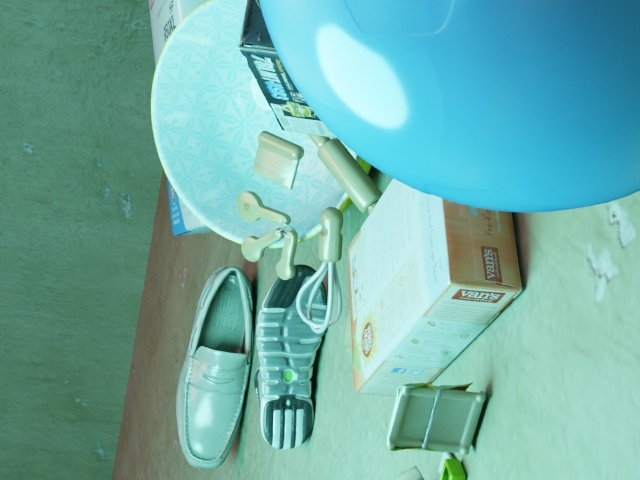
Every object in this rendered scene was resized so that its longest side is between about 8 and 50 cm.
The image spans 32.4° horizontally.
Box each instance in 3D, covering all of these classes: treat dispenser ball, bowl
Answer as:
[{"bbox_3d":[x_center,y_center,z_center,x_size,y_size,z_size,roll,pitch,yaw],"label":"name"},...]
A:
[{"bbox_3d":[0.108,-0.158,0.566,0.288,0.288,0.288,-172,90,-75],"label":"treat dispenser ball"},{"bbox_3d":[-0.040,-0.149,1.294,0.156,0.289,0.289,-25,-45,-55],"label":"bowl"}]

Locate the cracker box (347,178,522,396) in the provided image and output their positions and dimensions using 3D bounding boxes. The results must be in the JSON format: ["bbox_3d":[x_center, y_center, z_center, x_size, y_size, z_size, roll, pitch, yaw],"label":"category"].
[{"bbox_3d":[0.091,0.023,0.961,0.232,0.067,0.156,121,153,-57],"label":"cracker box"}]

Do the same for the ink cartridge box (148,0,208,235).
[{"bbox_3d":[-0.137,-0.215,1.576,0.285,0.166,0.395,170,95,-74],"label":"ink cartridge box"}]

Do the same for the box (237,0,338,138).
[{"bbox_3d":[0.000,-0.267,1.000,0.293,0.073,0.296,69,-151,-82],"label":"box"}]

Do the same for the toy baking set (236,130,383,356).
[{"bbox_3d":[0.002,-0.005,1.199,0.256,0.030,0.197,49,129,19],"label":"toy baking set"}]

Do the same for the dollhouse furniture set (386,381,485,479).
[{"bbox_3d":[0.080,0.172,0.909,0.058,0.076,0.152,-119,39,-65],"label":"dollhouse furniture set"}]

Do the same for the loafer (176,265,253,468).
[{"bbox_3d":[-0.165,0.195,1.726,0.111,0.112,0.320,118,157,-72],"label":"loafer"}]

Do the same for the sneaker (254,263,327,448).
[{"bbox_3d":[-0.051,0.138,1.392,0.132,0.086,0.229,-160,77,-77],"label":"sneaker"}]
